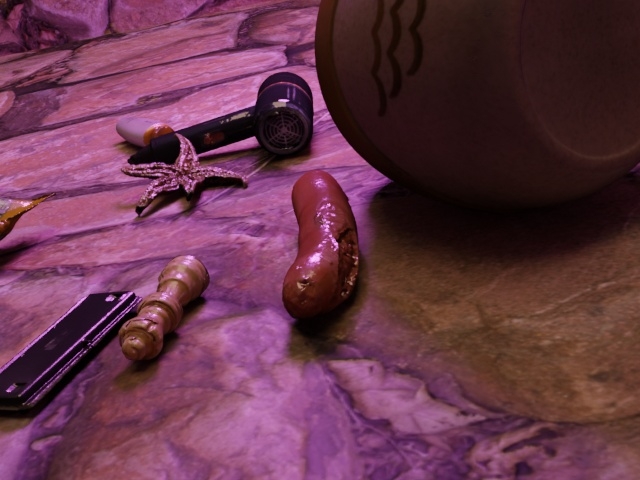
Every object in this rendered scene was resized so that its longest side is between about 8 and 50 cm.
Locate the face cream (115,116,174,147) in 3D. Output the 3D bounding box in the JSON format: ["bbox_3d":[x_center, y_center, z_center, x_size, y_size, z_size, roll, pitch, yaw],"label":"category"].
[{"bbox_3d":[-0.343,-0.211,1.758,0.072,0.051,0.182,-22,26,-30],"label":"face cream"}]

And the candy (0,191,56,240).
[{"bbox_3d":[-0.569,-0.003,1.377,0.297,0.081,0.187,-16,21,21],"label":"candy"}]

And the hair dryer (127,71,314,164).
[{"bbox_3d":[-0.180,-0.181,1.582,0.352,0.107,0.189,-18,25,7],"label":"hair dryer"}]

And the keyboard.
[{"bbox_3d":[-0.293,0.121,1.020,0.093,0.025,0.230,-3,25,25],"label":"keyboard"}]

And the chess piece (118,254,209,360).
[{"bbox_3d":[-0.181,0.080,1.021,0.060,0.060,0.172,-5,25,17],"label":"chess piece"}]

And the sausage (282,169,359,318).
[{"bbox_3d":[0.002,0.000,1.079,0.087,0.079,0.327,-1,25,0],"label":"sausage"}]

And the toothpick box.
[{"bbox_3d":[0.204,-0.244,1.122,0.408,0.409,0.425,-24,21,-25],"label":"toothpick box"}]

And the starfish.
[{"bbox_3d":[-0.222,-0.109,1.466,0.213,0.057,0.238,-2,31,-1],"label":"starfish"}]
